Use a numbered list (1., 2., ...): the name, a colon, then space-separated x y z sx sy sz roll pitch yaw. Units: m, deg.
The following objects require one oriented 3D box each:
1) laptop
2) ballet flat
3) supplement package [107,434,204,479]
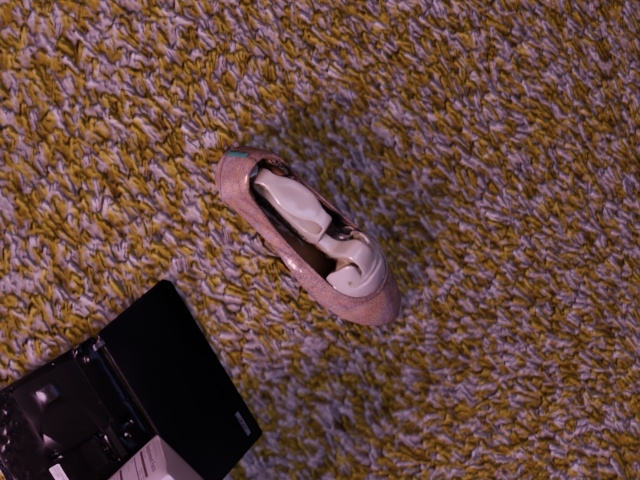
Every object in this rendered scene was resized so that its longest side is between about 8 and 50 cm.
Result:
1. laptop: -0.233 0.215 1.595 0.264 0.136 0.234 -31 99 -2
2. ballet flat: 0.000 0.000 1.693 0.316 0.106 0.107 39 68 -19
3. supplement package: -0.214 0.355 1.473 0.244 0.134 0.139 -42 106 -2
